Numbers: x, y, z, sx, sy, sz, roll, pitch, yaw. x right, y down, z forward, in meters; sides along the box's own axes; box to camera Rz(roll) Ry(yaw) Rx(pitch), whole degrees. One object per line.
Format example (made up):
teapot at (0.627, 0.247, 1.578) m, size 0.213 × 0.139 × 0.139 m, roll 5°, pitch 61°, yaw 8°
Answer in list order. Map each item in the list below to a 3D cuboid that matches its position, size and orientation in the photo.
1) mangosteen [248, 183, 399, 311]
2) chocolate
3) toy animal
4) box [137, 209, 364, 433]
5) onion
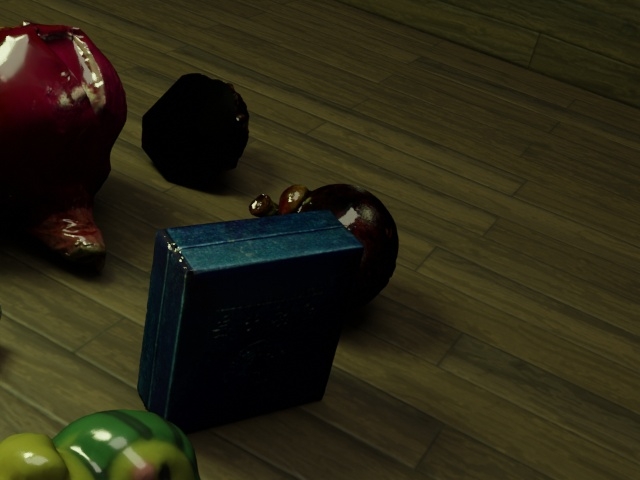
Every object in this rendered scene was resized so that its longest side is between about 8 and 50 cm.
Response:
mangosteen at (0.000, 0.000, 1.482) m, size 0.265 × 0.228 × 0.228 m, roll 28°, pitch 28°, yaw -12°
chocolate at (-0.219, -0.220, 1.850) m, size 0.206 × 0.224 × 0.177 m, roll 51°, pitch 16°, yaw 13°
toy animal at (-0.283, 0.291, 0.938) m, size 0.191 × 0.216 × 0.338 m, roll 4°, pitch 15°, yaw 43°
box at (-0.099, 0.111, 1.220) m, size 0.261 × 0.279 × 0.116 m, roll -7°, pitch 36°, yaw -31°
onion at (-0.481, -0.130, 1.497) m, size 0.420 × 0.398 × 0.398 m, roll 60°, pitch 36°, yaw -6°
